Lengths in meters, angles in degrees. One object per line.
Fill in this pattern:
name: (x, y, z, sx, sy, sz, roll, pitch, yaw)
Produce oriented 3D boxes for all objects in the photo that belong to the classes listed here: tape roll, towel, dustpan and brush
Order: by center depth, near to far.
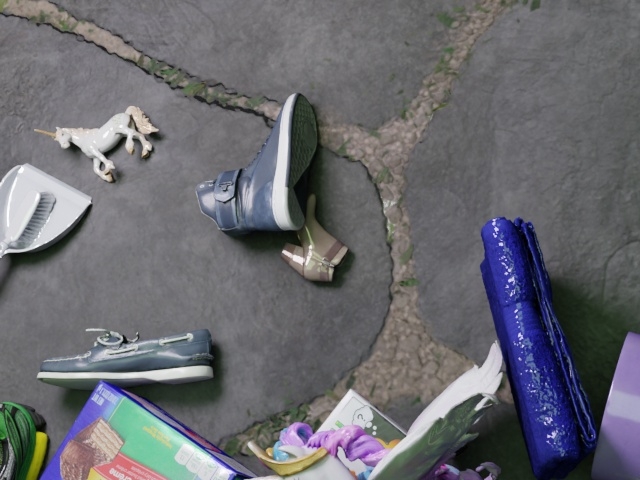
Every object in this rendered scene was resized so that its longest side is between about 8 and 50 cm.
tape roll: (0.393, 0.212, 1.495, 0.080, 0.189, 0.189, 13, 80, 17)
towel: (0.270, 0.138, 1.529, 0.076, 0.227, 0.308, -13, 73, 4)
dustpan and brush: (-0.461, -0.009, 1.847, 0.147, 0.060, 0.211, 27, 84, 20)

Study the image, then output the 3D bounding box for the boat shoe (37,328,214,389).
boat shoe: (-0.277, 0.166, 1.735, 0.255, 0.095, 0.079, -5, 76, 12)

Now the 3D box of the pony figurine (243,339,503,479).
pony figurine: (0.122, 0.317, 1.462, 0.351, 0.303, 0.363, -37, 83, 14)

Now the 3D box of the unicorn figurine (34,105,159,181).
unicorn figurine: (-0.332, -0.150, 1.858, 0.162, 0.060, 0.111, -29, 69, -11)

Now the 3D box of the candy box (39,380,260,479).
candy box: (-0.263, 0.391, 1.635, 0.268, 0.122, 0.317, 27, 84, 32)

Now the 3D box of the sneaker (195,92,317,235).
sneaker: (-0.095, -0.108, 1.764, 0.163, 0.086, 0.226, -9, 55, 29)

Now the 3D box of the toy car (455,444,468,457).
toy car: (0.193, 0.231, 1.635, 0.122, 0.060, 0.040, -47, 24, -18)

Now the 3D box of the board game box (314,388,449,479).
board game box: (0.024, 0.376, 1.622, 0.193, 0.053, 0.305, 37, 87, 21)

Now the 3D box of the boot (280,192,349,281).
boot: (0.000, 0.000, 1.738, 0.087, 0.042, 0.118, 21, 83, 13)

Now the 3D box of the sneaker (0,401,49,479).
sneaker: (-0.493, 0.390, 1.707, 0.134, 0.146, 0.343, 6, 78, 16)
